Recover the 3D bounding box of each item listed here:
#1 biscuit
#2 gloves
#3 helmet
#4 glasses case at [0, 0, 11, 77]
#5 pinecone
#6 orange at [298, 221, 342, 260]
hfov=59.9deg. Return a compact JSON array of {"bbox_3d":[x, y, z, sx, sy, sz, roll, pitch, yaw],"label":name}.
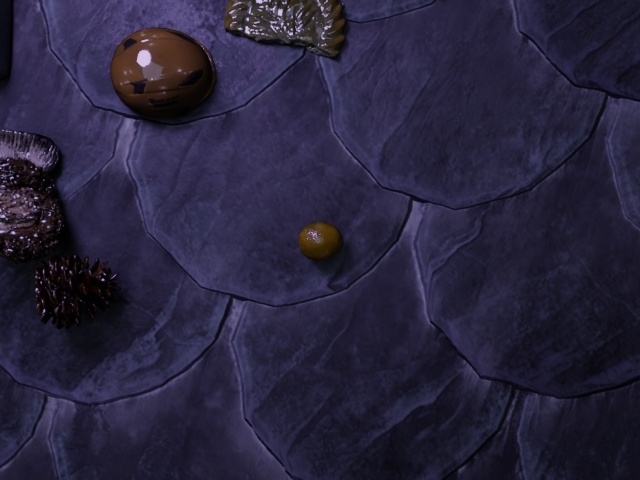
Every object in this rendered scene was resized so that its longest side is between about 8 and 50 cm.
[{"bbox_3d":[-0.071,-0.520,1.232,0.274,0.036,0.187,11,90,2],"label":"biscuit"},{"bbox_3d":[-0.644,-0.090,1.175,0.135,0.210,0.312,-26,59,37],"label":"gloves"},{"bbox_3d":[-0.347,-0.368,1.194,0.225,0.130,0.198,-13,92,0],"label":"helmet"},{"bbox_3d":[-0.737,-0.522,1.205,0.074,0.131,0.323,0,89,3],"label":"glasses case"},{"bbox_3d":[-0.513,0.102,1.182,0.165,0.163,0.162,-11,89,-9],"label":"pinecone"},{"bbox_3d":[0.000,0.000,1.199,0.095,0.085,0.085,-12,89,-4],"label":"orange"}]
